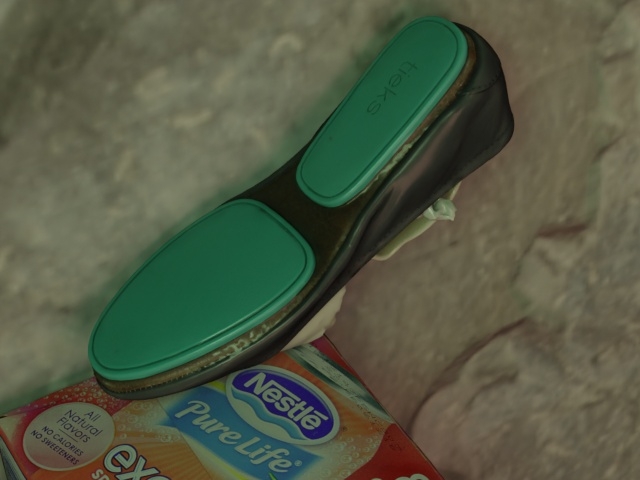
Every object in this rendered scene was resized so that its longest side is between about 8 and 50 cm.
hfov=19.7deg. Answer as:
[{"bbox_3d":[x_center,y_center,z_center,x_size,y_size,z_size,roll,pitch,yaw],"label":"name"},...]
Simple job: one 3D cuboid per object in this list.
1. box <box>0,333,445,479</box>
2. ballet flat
[{"bbox_3d":[-0.026,0.196,0.801,0.142,0.154,0.300,-22,132,-19],"label":"box"},{"bbox_3d":[0.000,0.000,0.733,0.203,0.074,0.074,-44,136,-1],"label":"ballet flat"}]
